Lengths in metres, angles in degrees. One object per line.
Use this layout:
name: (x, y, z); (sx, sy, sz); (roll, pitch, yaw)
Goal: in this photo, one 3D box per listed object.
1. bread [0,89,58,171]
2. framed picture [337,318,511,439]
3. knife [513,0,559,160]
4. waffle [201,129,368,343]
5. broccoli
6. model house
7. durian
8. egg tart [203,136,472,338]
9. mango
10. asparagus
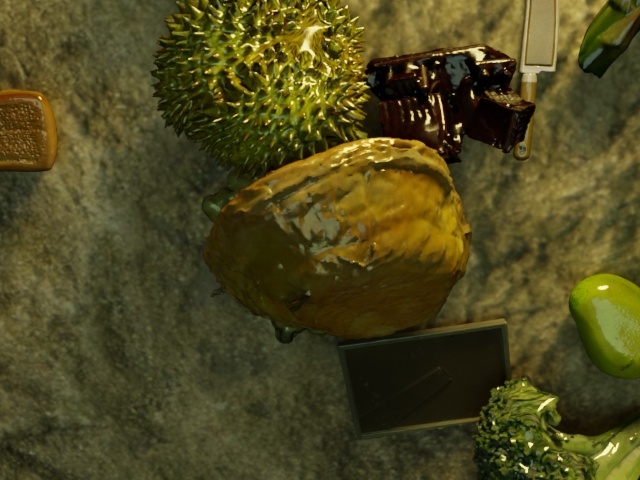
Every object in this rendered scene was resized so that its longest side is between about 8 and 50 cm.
bread: (-0.459, -0.155, 1.156); (0.200, 0.077, 0.116); (2, 109, 3)
framed picture: (0.163, 0.212, 1.254); (0.250, 0.016, 0.184); (-10, 117, 6)
knife: (0.283, -0.230, 1.089); (0.046, 0.022, 0.256); (6, 107, 13)
waffle: (0.000, 0.000, 1.177); (0.297, 0.073, 0.317); (-25, 109, 13)
broccoli: (0.354, 0.370, 1.213); (0.249, 0.302, 0.375); (-40, 82, 40)
model house: (0.164, -0.167, 1.051); (0.203, 0.164, 0.141); (-14, 114, 9)
durian: (-0.066, -0.207, 1.004); (0.291, 0.291, 0.224); (13, 118, 0)
egg tart: (0.029, 0.026, 1.007); (0.339, 0.153, 0.351); (-18, 147, 3)
mango: (0.423, 0.120, 1.173); (0.117, 0.089, 0.163); (-23, 106, 13)
asparagus: (0.419, -0.326, 1.016); (0.080, 0.080, 0.287); (39, 115, -9)
